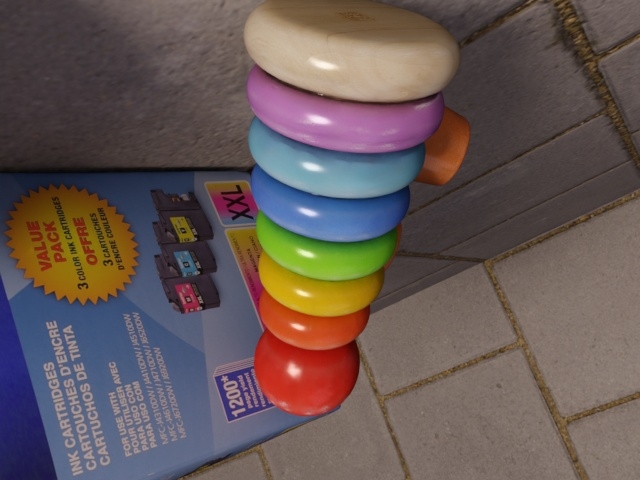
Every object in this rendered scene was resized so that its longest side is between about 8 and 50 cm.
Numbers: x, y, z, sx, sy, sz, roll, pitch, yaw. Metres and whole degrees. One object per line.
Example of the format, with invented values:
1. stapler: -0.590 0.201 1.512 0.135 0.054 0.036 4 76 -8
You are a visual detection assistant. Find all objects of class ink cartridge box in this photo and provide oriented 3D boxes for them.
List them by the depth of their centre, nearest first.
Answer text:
1. ink cartridge box: -0.203 0.087 0.601 0.395 0.270 0.151 -8 159 -45

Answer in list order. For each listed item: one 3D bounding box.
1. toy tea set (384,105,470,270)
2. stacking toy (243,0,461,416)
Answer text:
1. toy tea set: 0.014 -0.051 0.684 0.124 0.200 0.336 19 136 -12
2. stacking toy: 0.000 0.000 0.527 0.141 0.141 0.331 -13 126 -33
